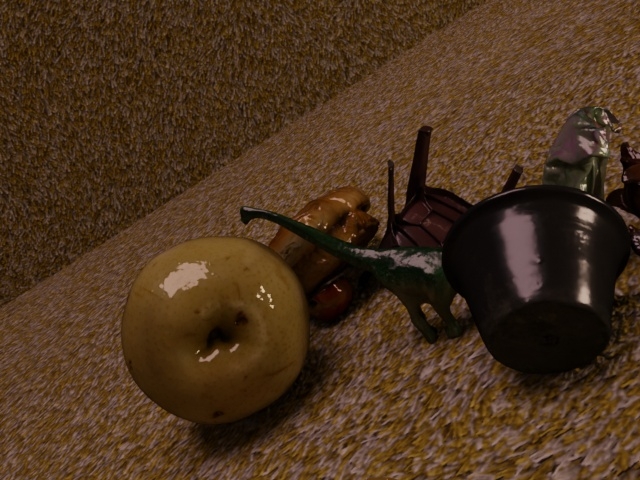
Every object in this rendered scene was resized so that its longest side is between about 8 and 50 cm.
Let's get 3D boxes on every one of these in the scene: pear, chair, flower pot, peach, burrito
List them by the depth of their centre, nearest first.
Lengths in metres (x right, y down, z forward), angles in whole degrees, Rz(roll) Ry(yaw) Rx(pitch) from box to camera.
[{"bbox_3d":[0.267,0.066,1.041,0.235,0.235,0.148,-22,41,26],"label":"flower pot"},{"bbox_3d":[0.354,-0.073,1.188,0.089,0.228,0.144,12,36,20],"label":"burrito"},{"bbox_3d":[-0.162,0.138,1.362,0.309,0.309,0.309,-28,19,10],"label":"pear"},{"bbox_3d":[0.188,-0.013,1.470,0.175,0.183,0.326,-45,-22,-31],"label":"chair"},{"bbox_3d":[0.017,0.107,1.512,0.098,0.061,0.098,-31,-3,-2],"label":"peach"}]

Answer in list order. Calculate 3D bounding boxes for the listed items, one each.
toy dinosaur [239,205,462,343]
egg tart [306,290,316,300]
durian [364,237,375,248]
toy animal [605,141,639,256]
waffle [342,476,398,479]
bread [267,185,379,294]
[{"bbox_3d":[0.117,0.007,1.234,0.447,0.300,0.087,-20,20,36],"label":"toy dinosaur"},{"bbox_3d":[-0.153,0.116,1.661,0.315,0.120,0.315,-27,18,10],"label":"egg tart"},{"bbox_3d":[0.019,-0.003,1.732,0.208,0.102,0.146,-23,23,36],"label":"durian"},{"bbox_3d":[0.434,-0.052,1.125,0.179,0.188,0.089,-23,-30,-28],"label":"toy animal"},{"bbox_3d":[-0.029,0.362,0.940,0.219,0.057,0.229,-16,25,39],"label":"waffle"},{"bbox_3d":[-0.002,0.002,1.539,0.236,0.120,0.198,-31,-15,-51],"label":"bread"}]
